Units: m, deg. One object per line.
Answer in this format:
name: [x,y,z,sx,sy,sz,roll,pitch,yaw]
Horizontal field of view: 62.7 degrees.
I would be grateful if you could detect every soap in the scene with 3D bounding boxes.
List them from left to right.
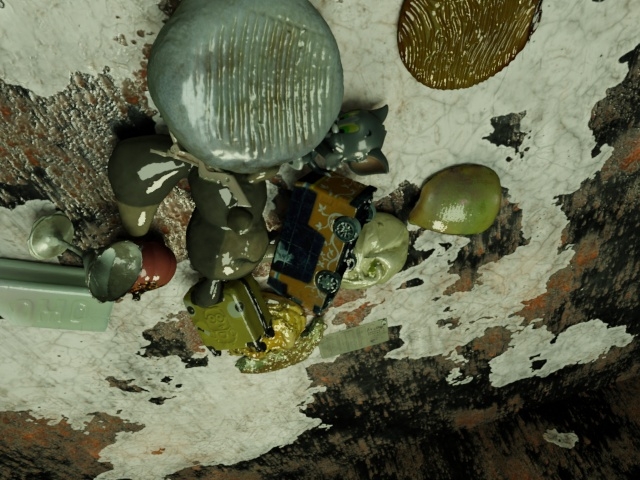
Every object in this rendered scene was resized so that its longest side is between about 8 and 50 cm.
soap: [-0.694,0.148,1.363,0.289,0.095,0.173,10,131,-26]

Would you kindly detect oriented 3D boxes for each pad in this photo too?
pad: [0.122,0.363,1.919,0.264,0.009,0.160,-15,139,-1]

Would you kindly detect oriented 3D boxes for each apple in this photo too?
apple: [0.392,-0.107,1.432,0.264,0.120,0.193,-3,125,-18]

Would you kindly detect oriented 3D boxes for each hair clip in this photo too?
hair clip: [-0.221,-0.144,1.028,0.226,0.034,0.072,32,100,-2]

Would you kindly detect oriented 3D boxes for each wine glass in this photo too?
wine glass: [-0.535,0.029,1.183,0.232,0.156,0.156,23,137,23]

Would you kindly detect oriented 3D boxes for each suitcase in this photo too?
suitcase: [-0.251,0.197,1.474,0.193,0.143,0.235,-10,113,24]

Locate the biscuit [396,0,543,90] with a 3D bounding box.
biscuit: [0.310,-0.453,1.089,0.317,0.040,0.318,-9,137,-8]

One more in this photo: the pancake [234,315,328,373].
pancake: [-0.141,0.362,1.804,0.376,0.054,0.197,-26,130,9]

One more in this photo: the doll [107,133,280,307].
doll: [-0.279,-0.063,1.217,0.378,0.252,0.383,22,120,4]

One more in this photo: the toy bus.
toy bus: [0.000,0.000,1.299,0.194,0.162,0.324,25,119,12]

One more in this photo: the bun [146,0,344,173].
bun: [-0.132,-0.296,0.963,0.361,0.211,0.362,-13,118,-25]

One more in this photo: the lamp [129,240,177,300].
lamp: [-0.451,0.076,1.317,0.182,0.140,0.182,-14,167,-4]

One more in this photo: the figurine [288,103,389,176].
figurine: [0.026,-0.205,1.171,0.265,0.193,0.140,-25,140,27]

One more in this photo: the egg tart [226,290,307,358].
egg tart: [-0.176,0.288,1.639,0.297,0.132,0.297,-8,133,-9]

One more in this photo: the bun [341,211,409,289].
bun: [0.130,0.049,1.478,0.259,0.160,0.259,-11,140,-9]

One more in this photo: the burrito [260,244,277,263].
burrito: [-0.174,0.036,1.441,0.275,0.059,0.082,-12,145,-6]
